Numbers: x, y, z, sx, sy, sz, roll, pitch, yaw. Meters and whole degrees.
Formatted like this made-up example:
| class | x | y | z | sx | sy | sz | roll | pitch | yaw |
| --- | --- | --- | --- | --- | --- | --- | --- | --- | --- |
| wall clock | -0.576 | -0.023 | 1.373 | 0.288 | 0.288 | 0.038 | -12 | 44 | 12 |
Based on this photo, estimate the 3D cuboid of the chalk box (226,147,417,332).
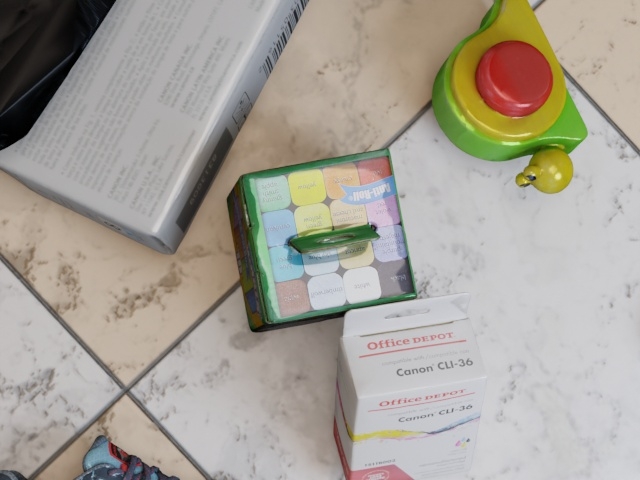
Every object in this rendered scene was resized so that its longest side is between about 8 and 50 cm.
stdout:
| class | x | y | z | sx | sy | sz | roll | pitch | yaw |
| --- | --- | --- | --- | --- | --- | --- | --- | --- | --- |
| chalk box | 0.000 | 0.000 | 1.557 | 0.132 | 0.213 | 0.132 | -10 | 85 | -9 |

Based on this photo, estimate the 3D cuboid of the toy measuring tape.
| class | x | y | z | sx | sy | sz | roll | pitch | yaw |
| --- | --- | --- | --- | --- | --- | --- | --- | --- | --- |
| toy measuring tape | 0.132 | -0.186 | 1.652 | 0.121 | 0.121 | 0.330 | -24 | 80 | -9 |

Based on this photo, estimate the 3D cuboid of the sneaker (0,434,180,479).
| class | x | y | z | sx | sy | sz | roll | pitch | yaw |
| --- | --- | --- | --- | --- | --- | --- | --- | --- | --- |
| sneaker | -0.165 | 0.227 | 1.568 | 0.261 | 0.104 | 0.125 | -5 | 83 | -8 |

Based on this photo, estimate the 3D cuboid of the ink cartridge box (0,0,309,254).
| class | x | y | z | sx | sy | sz | roll | pitch | yaw |
| --- | --- | --- | --- | --- | --- | --- | --- | --- | --- |
| ink cartridge box | -0.232 | -0.205 | 1.632 | 0.385 | 0.091 | 0.308 | 25 | 82 | 12 |

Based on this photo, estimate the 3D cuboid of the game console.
| class | x | y | z | sx | sy | sz | roll | pitch | yaw |
| --- | --- | --- | --- | --- | --- | --- | --- | --- | --- |
| game console | -0.356 | -0.245 | 1.517 | 0.361 | 0.044 | 0.213 | 32 | 79 | -3 |

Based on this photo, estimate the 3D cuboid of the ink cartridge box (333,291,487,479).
| class | x | y | z | sx | sy | sz | roll | pitch | yaw |
| --- | --- | --- | --- | --- | --- | --- | --- | --- | --- |
| ink cartridge box | 0.075 | 0.131 | 1.561 | 0.115 | 0.198 | 0.067 | -10 | 53 | -8 |
